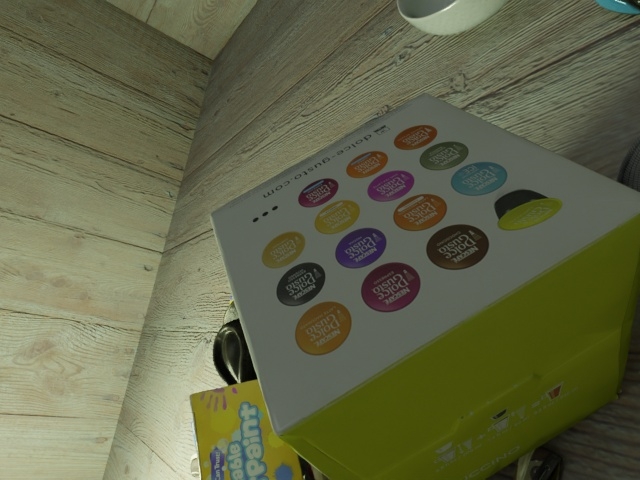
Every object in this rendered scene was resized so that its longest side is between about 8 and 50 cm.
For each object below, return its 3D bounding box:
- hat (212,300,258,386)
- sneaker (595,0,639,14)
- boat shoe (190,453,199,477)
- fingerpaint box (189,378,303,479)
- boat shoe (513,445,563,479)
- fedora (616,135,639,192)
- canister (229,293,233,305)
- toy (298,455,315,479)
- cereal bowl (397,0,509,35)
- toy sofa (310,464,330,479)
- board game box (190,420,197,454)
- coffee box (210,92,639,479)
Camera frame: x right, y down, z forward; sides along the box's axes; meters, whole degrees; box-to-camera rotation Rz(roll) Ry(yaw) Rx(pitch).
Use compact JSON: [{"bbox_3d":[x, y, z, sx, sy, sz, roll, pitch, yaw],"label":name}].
[{"bbox_3d":[-0.181,0.295,1.036,0.331,0.134,0.331,1,92,33],"label":"hat"},{"bbox_3d":[0.534,-0.411,0.517,0.140,0.125,0.341,-52,24,-22],"label":"sneaker"},{"bbox_3d":[-0.267,0.631,1.128,0.324,0.116,0.097,-32,45,37],"label":"boat shoe"},{"bbox_3d":[-0.112,0.520,0.723,0.371,0.163,0.445,107,150,-52],"label":"fingerpaint box"},{"bbox_3d":[0.273,0.342,0.526,0.049,0.056,0.152,-6,69,61],"label":"boat shoe"},{"bbox_3d":[0.441,-0.086,0.441,0.243,0.124,0.275,-25,54,48],"label":"fedora"},{"bbox_3d":[-0.222,0.187,1.219,0.126,0.073,0.170,-12,65,51],"label":"canister"},{"bbox_3d":[-0.014,0.458,0.862,0.137,0.056,0.237,53,123,28],"label":"toy"},{"bbox_3d":[0.329,-0.582,0.859,0.339,0.141,0.339,-31,50,45],"label":"cereal bowl"},{"bbox_3d":[0.054,0.322,0.705,0.150,0.177,0.362,-30,41,1],"label":"toy sofa"},{"bbox_3d":[-0.251,0.516,1.047,0.160,0.047,0.210,-47,45,18],"label":"board game box"},{"bbox_3d":[0.116,0.080,0.524,0.337,0.338,0.334,-31,39,-2],"label":"coffee box"}]
